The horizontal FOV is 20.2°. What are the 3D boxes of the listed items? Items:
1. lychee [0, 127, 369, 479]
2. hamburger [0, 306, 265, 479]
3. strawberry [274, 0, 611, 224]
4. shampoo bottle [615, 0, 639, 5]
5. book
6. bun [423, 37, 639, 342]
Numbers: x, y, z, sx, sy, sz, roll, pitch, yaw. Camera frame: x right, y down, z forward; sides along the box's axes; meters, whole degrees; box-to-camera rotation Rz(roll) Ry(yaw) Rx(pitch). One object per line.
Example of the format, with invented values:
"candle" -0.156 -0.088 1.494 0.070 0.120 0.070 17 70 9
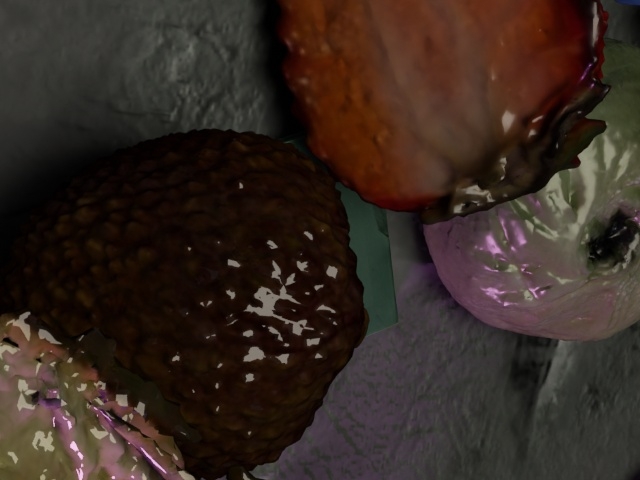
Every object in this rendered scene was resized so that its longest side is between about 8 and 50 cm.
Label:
"lychee" -0.063 0.032 0.919 0.194 0.194 0.194 -10 105 -40
"hamburger" -0.148 0.198 0.801 0.445 0.287 0.268 44 70 -41
"strawberry" 0.066 -0.134 1.027 0.236 0.190 0.111 63 23 -4
"shampoo bottle" 0.164 -0.222 1.034 0.104 0.061 0.258 55 20 -35
"book" 0.000 0.000 1.070 0.103 0.017 0.135 -20 111 -39
"bun" 0.172 -0.031 1.153 0.221 0.108 0.221 -9 105 -40
